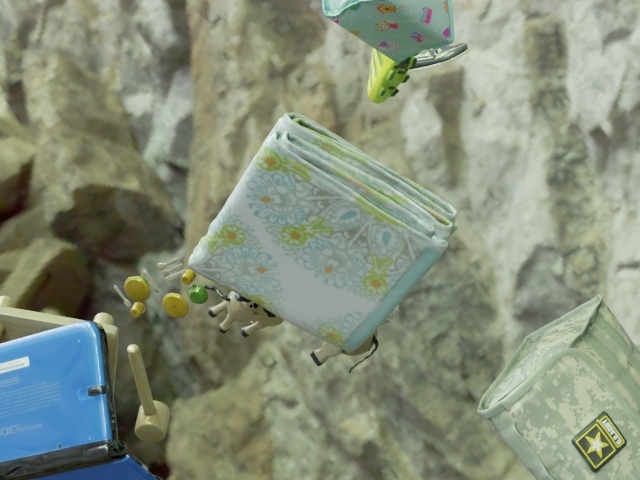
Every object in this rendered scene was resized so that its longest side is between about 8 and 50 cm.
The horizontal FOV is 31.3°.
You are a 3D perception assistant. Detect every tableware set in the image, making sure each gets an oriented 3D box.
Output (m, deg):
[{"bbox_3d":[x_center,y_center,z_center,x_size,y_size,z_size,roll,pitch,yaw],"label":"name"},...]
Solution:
[{"bbox_3d":[-0.267,0.089,1.941,0.104,0.154,0.024,58,28,-15],"label":"tableware set"}]

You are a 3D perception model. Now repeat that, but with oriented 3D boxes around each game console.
[{"bbox_3d":[-0.340,0.258,1.500,0.173,0.293,0.250,16,62,-60],"label":"game console"}]

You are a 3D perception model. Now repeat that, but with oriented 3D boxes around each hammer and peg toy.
[{"bbox_3d":[-0.446,0.236,2.087,0.127,0.361,0.266,-83,-177,-52],"label":"hammer and peg toy"}]

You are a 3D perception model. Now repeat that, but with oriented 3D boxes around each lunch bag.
[{"bbox_3d":[0.348,0.244,1.514,0.235,0.169,0.287,53,35,-1],"label":"lunch bag"},{"bbox_3d":[0.115,-0.476,1.981,0.223,0.160,0.262,21,62,-50],"label":"lunch bag"}]

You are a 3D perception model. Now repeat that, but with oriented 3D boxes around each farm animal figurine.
[{"bbox_3d":[-0.010,0.095,2.091,0.327,0.330,0.172,45,-45,-9],"label":"farm animal figurine"}]

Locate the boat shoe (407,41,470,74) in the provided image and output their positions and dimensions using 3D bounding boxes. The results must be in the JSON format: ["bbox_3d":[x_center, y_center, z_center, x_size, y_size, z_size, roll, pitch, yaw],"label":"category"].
[{"bbox_3d":[0.237,-0.426,2.613,0.075,0.206,0.065,-61,135,-69],"label":"boat shoe"}]

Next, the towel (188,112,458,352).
[{"bbox_3d":[0.000,0.000,1.793,0.320,0.090,0.374,31,-46,-7],"label":"towel"}]

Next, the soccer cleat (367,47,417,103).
[{"bbox_3d":[0.143,-0.427,2.371,0.121,0.093,0.289,29,-61,25],"label":"soccer cleat"}]
